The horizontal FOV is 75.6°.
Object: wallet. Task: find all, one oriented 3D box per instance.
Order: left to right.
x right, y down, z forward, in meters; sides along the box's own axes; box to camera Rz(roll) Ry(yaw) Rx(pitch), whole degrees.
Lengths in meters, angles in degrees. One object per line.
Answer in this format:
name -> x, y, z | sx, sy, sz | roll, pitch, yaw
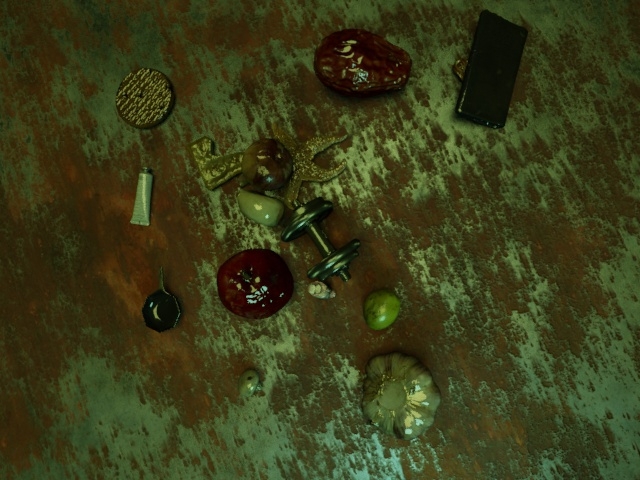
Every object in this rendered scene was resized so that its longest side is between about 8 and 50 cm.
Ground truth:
wallet -> 0.518, -0.515, 1.252 | 0.171, 0.044, 0.320 | 14, 89, -12

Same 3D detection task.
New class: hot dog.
hot dog -> 0.448, -0.527, 1.279 | 0.058, 0.035, 0.083 | -38, 84, 7

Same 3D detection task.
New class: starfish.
starfish -> -0.079, -0.265, 1.324 | 0.303, 0.060, 0.299 | 34, 94, 8

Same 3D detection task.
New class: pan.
pan -> -0.503, 0.199, 1.360 | 0.129, 0.048, 0.201 | 24, 92, 6

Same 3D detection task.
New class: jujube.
jujube -> 0.126, -0.531, 1.244 | 0.291, 0.197, 0.196 | 5, 88, -8

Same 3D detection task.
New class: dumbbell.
dumbbell -> 0.000, 0.000, 1.234 | 0.192, 0.192, 0.289 | -35, 84, 4

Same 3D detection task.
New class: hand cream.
hand cream -> -0.599, -0.149, 1.396 | 0.067, 0.042, 0.194 | 8, 94, 0

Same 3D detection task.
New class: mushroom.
mushroom -> -0.217, 0.454, 1.307 | 0.079, 0.085, 0.085 | 28, 91, -27

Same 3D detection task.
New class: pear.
pear -> 0.182, 0.206, 1.245 | 0.107, 0.107, 0.131 | 43, 104, 7

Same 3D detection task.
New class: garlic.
garlic -> 0.232, 0.446, 1.207 | 0.245, 0.161, 0.244 | -7, 75, 25

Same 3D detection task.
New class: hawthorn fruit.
hawthorn fruit -> -0.205, 0.117, 1.225 | 0.231, 0.266, 0.210 | -11, 68, 3

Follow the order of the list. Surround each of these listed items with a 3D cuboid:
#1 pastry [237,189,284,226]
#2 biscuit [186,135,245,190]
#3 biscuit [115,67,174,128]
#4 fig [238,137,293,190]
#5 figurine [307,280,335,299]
pastry -> -0.186, -0.102, 1.281 | 0.157, 0.156, 0.091 | 23, 91, 8
biscuit -> -0.339, -0.276, 1.366 | 0.174, 0.039, 0.183 | -32, 85, 6
biscuit -> -0.600, -0.484, 1.410 | 0.213, 0.036, 0.211 | 0, 88, 8
fig -> -0.197, -0.223, 1.261 | 0.231, 0.143, 0.160 | -1, 73, 31
figurine -> 0.003, 0.149, 1.261 | 0.072, 0.129, 0.054 | -1, 74, 11
